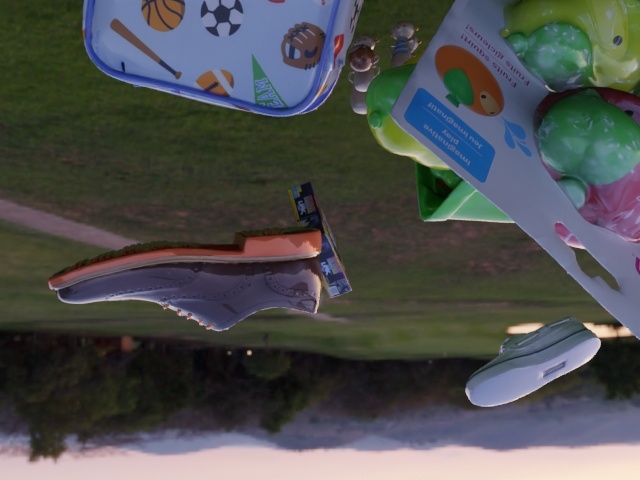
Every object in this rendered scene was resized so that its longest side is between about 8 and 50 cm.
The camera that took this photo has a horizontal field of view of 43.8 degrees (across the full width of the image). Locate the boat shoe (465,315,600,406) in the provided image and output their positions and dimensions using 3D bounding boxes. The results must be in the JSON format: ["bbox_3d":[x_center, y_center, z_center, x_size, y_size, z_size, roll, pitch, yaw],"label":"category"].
[{"bbox_3d":[0.349,0.202,1.360,0.258,0.084,0.095,-16,133,-19],"label":"boat shoe"}]

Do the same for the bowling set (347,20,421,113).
[{"bbox_3d":[0.143,-0.388,1.635,0.287,0.154,0.200,-8,158,32],"label":"bowling set"}]

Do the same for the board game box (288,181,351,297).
[{"bbox_3d":[0.000,0.000,1.461,0.048,0.141,0.170,-20,137,5],"label":"board game box"}]

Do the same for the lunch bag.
[{"bbox_3d":[-0.075,-0.266,0.668,0.243,0.303,0.115,16,-165,8],"label":"lunch bag"}]

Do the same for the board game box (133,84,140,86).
[{"bbox_3d":[-0.255,-0.469,1.659,0.086,0.308,0.302,2,-173,37],"label":"board game box"}]

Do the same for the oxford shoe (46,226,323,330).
[{"bbox_3d":[-0.129,0.048,0.791,0.271,0.098,0.097,-6,-173,-7],"label":"oxford shoe"}]

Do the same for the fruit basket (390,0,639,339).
[{"bbox_3d":[0.229,-0.085,0.587,0.327,0.353,0.165,40,130,-10],"label":"fruit basket"}]

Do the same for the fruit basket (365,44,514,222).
[{"bbox_3d":[0.221,-0.205,1.161,0.392,0.283,0.392,0,141,0],"label":"fruit basket"}]
